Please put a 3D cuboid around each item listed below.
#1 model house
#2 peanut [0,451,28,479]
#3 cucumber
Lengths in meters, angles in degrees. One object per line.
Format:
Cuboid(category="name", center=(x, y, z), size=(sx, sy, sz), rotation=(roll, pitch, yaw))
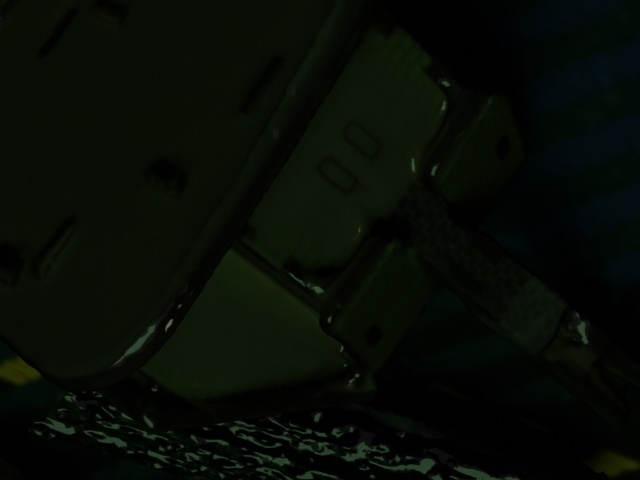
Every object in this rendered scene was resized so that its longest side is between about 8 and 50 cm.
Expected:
Cuboid(category="model house", center=(0.000, 0.000, 0.791), size=(0.278, 0.218, 0.205), rotation=(35, 88, -40))
Cuboid(category="peanut", center=(-0.231, 0.139, 0.959), size=(0.229, 0.103, 0.098), rotation=(15, 117, 11))
Cuboid(category="cucumber", center=(0.000, 0.096, 0.867), size=(0.265, 0.077, 0.077), rotation=(17, 124, 9))
